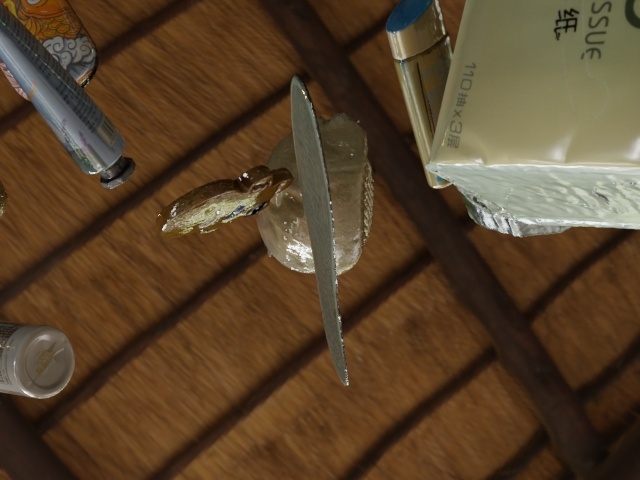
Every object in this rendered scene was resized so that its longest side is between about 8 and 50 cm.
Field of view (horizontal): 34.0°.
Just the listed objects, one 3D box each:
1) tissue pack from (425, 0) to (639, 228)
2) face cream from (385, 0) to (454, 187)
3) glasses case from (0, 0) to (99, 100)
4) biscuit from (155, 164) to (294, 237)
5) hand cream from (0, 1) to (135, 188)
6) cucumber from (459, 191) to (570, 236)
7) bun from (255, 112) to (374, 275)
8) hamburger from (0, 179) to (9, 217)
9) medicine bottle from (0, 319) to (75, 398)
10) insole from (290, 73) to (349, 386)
[{"bbox_3d":[0.299,-0.221,0.926,0.205,0.331,0.405,22,-102,-47],"label":"tissue pack"},{"bbox_3d":[0.171,-0.234,1.597,0.139,0.067,0.285,-43,-57,-47],"label":"face cream"},{"bbox_3d":[-0.416,-0.325,1.422,0.122,0.321,0.082,-35,-14,2],"label":"glasses case"},{"bbox_3d":[-0.147,-0.054,1.590,0.236,0.039,0.180,-16,-17,-45],"label":"biscuit"},{"bbox_3d":[-0.283,-0.164,1.076,0.058,0.091,0.271,-32,-55,3],"label":"hand cream"},{"bbox_3d":[0.278,-0.111,1.378,0.191,0.191,0.130,-40,-44,-18],"label":"cucumber"},{"bbox_3d":[-0.013,-0.069,1.833,0.281,0.204,0.282,1,-90,-81],"label":"bun"},{"bbox_3d":[-0.574,-0.093,1.495,0.132,0.308,0.211,-54,4,13],"label":"hamburger"},{"bbox_3d":[-0.344,0.129,1.157,0.079,0.140,0.079,0,-90,-52],"label":"medicine bottle"},{"bbox_3d":[-0.001,0.000,0.638,0.003,0.080,0.232,-15,-49,-9],"label":"insole"}]
